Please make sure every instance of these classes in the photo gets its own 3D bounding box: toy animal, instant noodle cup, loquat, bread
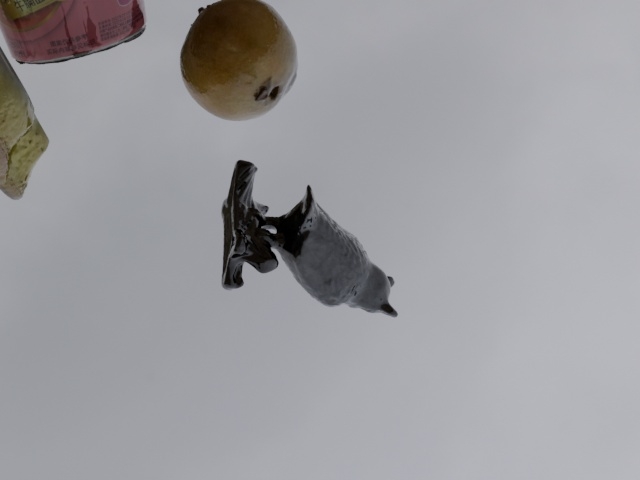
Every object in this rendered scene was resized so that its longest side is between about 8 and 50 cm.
[{"bbox_3d":[0.005,0.000,1.515,0.117,0.210,0.121,-52,-149,34],"label":"toy animal"},{"bbox_3d":[-0.303,-0.344,1.725,0.244,0.255,0.244,-11,-159,4],"label":"instant noodle cup"},{"bbox_3d":[-0.099,-0.221,1.846,0.137,0.163,0.163,-15,-165,-33],"label":"loquat"},{"bbox_3d":[-0.284,-0.131,1.149,0.088,0.233,0.161,-29,-113,-7],"label":"bread"}]
